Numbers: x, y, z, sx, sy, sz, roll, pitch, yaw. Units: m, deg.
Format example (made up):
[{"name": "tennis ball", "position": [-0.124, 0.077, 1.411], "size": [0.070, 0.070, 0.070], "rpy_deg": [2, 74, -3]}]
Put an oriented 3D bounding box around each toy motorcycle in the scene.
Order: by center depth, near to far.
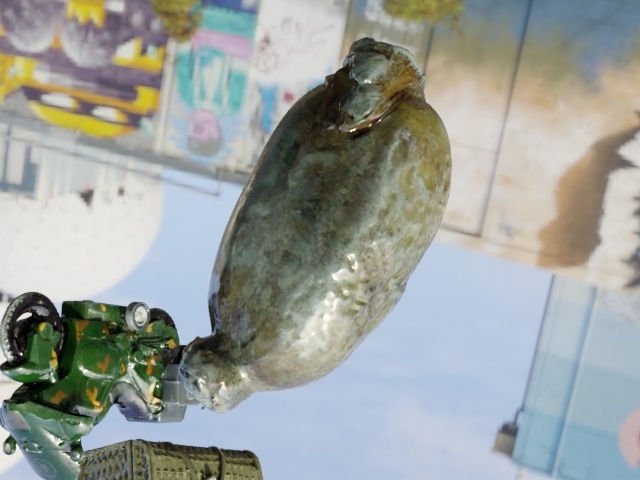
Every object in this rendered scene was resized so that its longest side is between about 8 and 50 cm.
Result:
[{"name": "toy motorcycle", "position": [-0.228, 0.152, 1.230], "size": [0.125, 0.187, 0.275], "rpy_deg": [-1, 174, 33]}]

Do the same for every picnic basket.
[{"name": "picnic basket", "position": [-0.184, 0.327, 1.510], "size": [0.154, 0.134, 0.196], "rpy_deg": [-23, 153, 38]}]

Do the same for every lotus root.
[{"name": "lotus root", "position": [0.001, 0.001, 1.035], "size": [0.175, 0.349, 0.175], "rpy_deg": [29, 173, 4]}]
